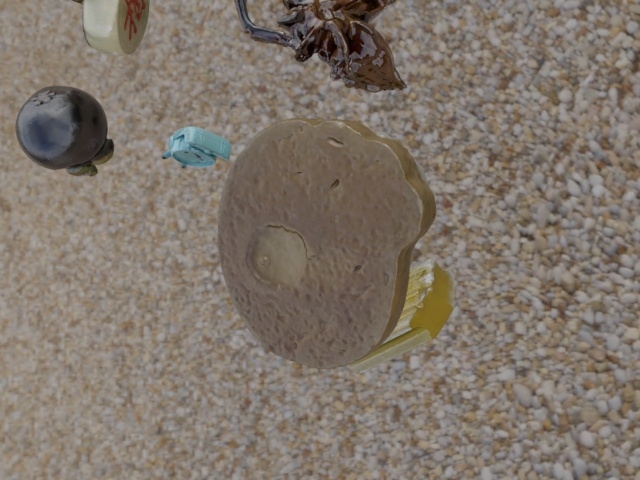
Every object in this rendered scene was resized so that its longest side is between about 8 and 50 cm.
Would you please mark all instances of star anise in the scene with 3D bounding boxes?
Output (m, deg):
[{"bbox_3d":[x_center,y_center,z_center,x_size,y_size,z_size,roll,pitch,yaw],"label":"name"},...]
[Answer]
[{"bbox_3d":[-0.008,-0.350,1.305,0.346,0.237,0.148,30,144,13],"label":"star anise"}]

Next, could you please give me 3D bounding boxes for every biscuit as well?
[{"bbox_3d":[0.000,0.000,0.668,0.181,0.049,0.208,23,116,27],"label":"biscuit"}]

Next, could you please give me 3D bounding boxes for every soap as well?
[{"bbox_3d":[0.137,0.141,1.529,0.232,0.073,0.140,-32,35,36],"label":"soap"}]

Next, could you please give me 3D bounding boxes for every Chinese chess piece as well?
[{"bbox_3d":[-0.259,-0.296,1.055,0.051,0.122,0.122,12,92,4],"label":"Chinese chess piece"}]

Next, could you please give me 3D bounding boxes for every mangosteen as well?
[{"bbox_3d":[-0.372,-0.152,1.224,0.137,0.151,0.137,-14,45,14],"label":"mangosteen"}]

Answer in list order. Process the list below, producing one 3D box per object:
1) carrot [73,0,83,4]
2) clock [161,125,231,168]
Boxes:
[{"bbox_3d":[-0.311,-0.376,1.233,0.170,0.042,0.042,3,86,34],"label":"carrot"},{"bbox_3d":[-0.258,-0.183,1.679,0.147,0.108,0.045,-13,63,48],"label":"clock"}]
